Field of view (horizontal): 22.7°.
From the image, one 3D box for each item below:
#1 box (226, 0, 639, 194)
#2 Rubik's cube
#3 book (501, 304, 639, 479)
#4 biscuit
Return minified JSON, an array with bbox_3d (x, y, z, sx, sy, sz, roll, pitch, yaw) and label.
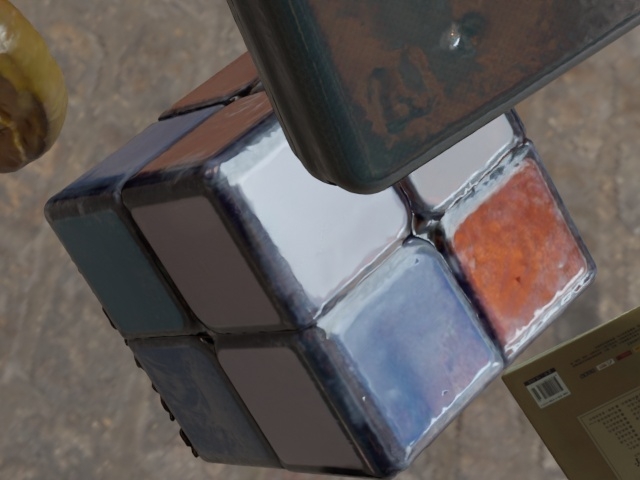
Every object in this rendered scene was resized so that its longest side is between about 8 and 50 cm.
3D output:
[{"bbox_3d":[0.070,-0.131,0.555,0.230,0.160,0.050,-33,36,-14],"label":"box"},{"bbox_3d":[0.000,0.000,1.438,0.313,0.318,0.316,-40,110,-31],"label":"Rubik's cube"},{"bbox_3d":[0.250,0.156,1.245,0.198,0.138,0.016,56,26,-7],"label":"book"},{"bbox_3d":[-0.381,-0.182,1.542,0.296,0.296,0.102,32,62,-13],"label":"biscuit"}]
